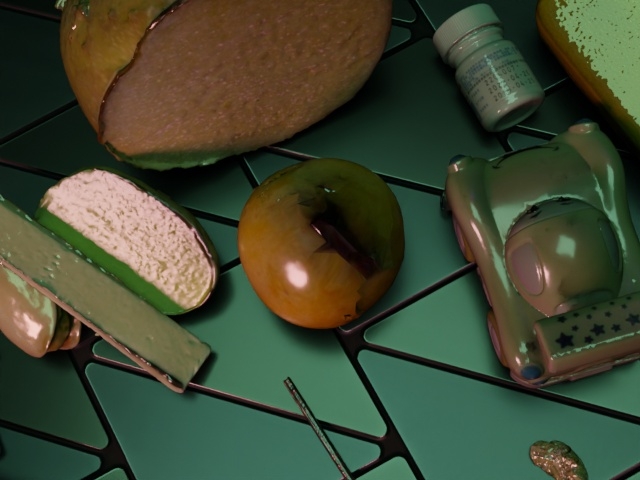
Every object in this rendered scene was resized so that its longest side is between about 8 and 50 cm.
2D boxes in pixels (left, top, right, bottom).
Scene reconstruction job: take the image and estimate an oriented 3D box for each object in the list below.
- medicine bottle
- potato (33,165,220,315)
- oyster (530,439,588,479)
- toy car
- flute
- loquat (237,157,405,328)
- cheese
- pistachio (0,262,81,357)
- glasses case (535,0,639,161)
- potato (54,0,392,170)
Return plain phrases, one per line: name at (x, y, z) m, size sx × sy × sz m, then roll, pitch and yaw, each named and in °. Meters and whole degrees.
medicine bottle at (0.247, -0.251, 1.609) m, size 0.105 × 0.105 × 0.168 m, roll -27°, pitch 74°, yaw -3°
potato at (-0.260, -0.012, 1.569) m, size 0.272 × 0.111 × 0.160 m, roll 33°, pitch 108°, yaw -6°
oyster at (0.322, 0.311, 1.480) m, size 0.083 × 0.038 × 0.080 m, roll 13°, pitch 78°, yaw 7°
toy car at (0.316, 0.012, 1.467) m, size 0.242 × 0.226 × 0.335 m, roll -16°, pitch 75°, yaw 1°
flute at (0.024, 0.303, 1.521) m, size 0.014 × 0.014 × 0.269 m, roll -33°, pitch 74°, yaw -5°
loquat at (0.000, 0.000, 1.496) m, size 0.235 × 0.235 × 0.235 m, roll -1°, pitch 74°, yaw 5°
cheese at (-0.329, 0.065, 1.511) m, size 0.400 × 0.034 × 0.085 m, roll 37°, pitch 63°, yaw -10°
pistachio at (-0.423, 0.066, 1.566) m, size 0.144 × 0.144 × 0.215 m, roll -27°, pitch 79°, yaw -3°
glasses case at (0.469, -0.237, 1.568) m, size 0.173 × 0.141 × 0.371 m, roll -38°, pitch 74°, yaw 9°
potato at (-0.159, -0.338, 1.531) m, size 0.442 × 0.385 × 0.319 m, roll -24°, pitch 62°, yaw -13°
